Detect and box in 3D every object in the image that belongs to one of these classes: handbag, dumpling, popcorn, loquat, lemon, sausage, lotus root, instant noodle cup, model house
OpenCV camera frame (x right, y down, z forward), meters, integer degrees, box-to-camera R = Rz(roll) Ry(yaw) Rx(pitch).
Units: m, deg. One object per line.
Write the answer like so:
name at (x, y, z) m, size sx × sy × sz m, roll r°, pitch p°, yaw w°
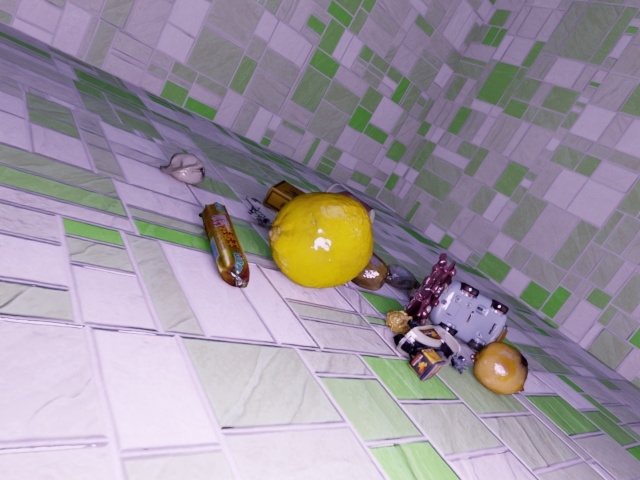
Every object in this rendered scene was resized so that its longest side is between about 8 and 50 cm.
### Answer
handbag at (0.332, 0.158, 1.355) m, size 0.074 × 0.203 × 0.216 m, roll 33°, pitch -13°, yaw 18°
dumpling at (-0.458, -0.243, 1.499) m, size 0.150 × 0.092 × 0.176 m, roll 7°, pitch 29°, yaw -28°
popcorn at (0.222, 0.230, 1.278) m, size 0.083 × 0.057 × 0.082 m, roll 43°, pitch 24°, yaw 31°
loquat at (0.500, 0.354, 1.252) m, size 0.163 × 0.137 × 0.163 m, roll 15°, pitch 30°, yaw -9°
lemon at (0.000, 0.000, 1.205) m, size 0.321 × 0.268 × 0.268 m, roll -10°, pitch 37°, yaw -36°
sausage at (-0.230, 0.011, 1.077) m, size 0.082 × 0.082 × 0.371 m, roll 22°, pitch 16°, yaw -30°
lotus root at (0.307, 0.143, 1.703) m, size 0.165 × 0.088 × 0.088 m, roll 24°, pitch 13°, yaw 0°
instant noodle cup at (0.088, -0.078, 1.693) m, size 0.178 × 0.235 × 0.235 m, roll 28°, pitch 12°, yaw 17°
lotus root at (0.120, 0.074, 1.488) m, size 0.241 × 0.123 × 0.124 m, roll 34°, pitch -15°, yaw 20°
model house at (0.649, 0.344, 1.704) m, size 0.100 × 0.088 × 0.100 m, roll 30°, pitch 12°, yaw 14°

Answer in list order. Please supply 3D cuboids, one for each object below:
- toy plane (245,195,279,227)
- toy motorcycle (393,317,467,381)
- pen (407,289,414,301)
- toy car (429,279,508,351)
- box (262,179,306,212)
toy plane at (-0.193, -0.089, 1.541) m, size 0.234 × 0.082 × 0.160 m, roll 23°, pitch 16°, yaw 40°
toy motorcycle at (0.295, 0.283, 1.186) m, size 0.263 × 0.091 × 0.157 m, roll 11°, pitch 32°, yaw -50°
pen at (0.349, 0.197, 1.733) m, size 0.026 × 0.026 × 0.218 m, roll 31°, pitch 13°, yaw 1°
toy car at (0.499, 0.248, 1.578) m, size 0.270 × 0.181 × 0.212 m, roll 29°, pitch 3°, yaw -10°
box at (-0.120, -0.164, 1.917) m, size 0.192 × 0.084 × 0.301 m, roll 30°, pitch 13°, yaw -2°
